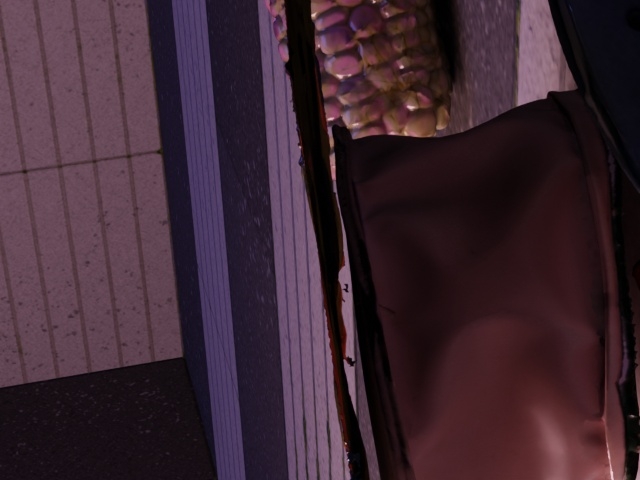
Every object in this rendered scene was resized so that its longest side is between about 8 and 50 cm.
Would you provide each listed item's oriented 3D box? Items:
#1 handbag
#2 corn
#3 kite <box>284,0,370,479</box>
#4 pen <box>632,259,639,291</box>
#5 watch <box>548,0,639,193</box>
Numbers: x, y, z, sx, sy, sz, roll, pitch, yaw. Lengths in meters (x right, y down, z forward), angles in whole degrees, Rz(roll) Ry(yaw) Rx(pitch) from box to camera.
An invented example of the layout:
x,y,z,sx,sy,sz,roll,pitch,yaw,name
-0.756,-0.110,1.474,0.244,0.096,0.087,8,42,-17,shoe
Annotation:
x,y,z,sx,sy,sz,roll,pitch,yaw,name
0.073,0.034,0.706,0.179,0.116,0.205,81,-178,-67,handbag
0.005,-0.206,0.972,0.126,0.127,0.335,150,109,-80,corn
0.002,0.000,0.649,0.327,0.013,0.377,81,-177,-69,kite
0.163,0.101,0.613,0.026,0.026,0.218,99,159,-61,pen
0.125,-0.103,0.526,0.206,0.068,0.193,-118,21,-56,watch
